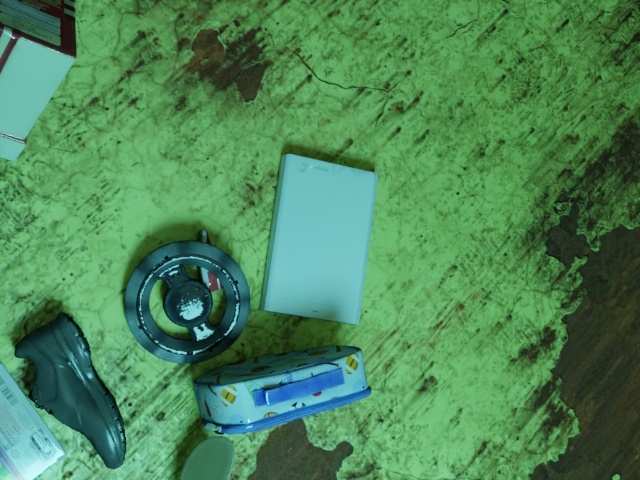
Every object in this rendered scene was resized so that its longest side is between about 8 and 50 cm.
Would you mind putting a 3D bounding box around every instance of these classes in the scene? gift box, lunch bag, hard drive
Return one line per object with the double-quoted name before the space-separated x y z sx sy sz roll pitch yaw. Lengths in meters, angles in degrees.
"gift box" -0.511 -0.269 1.353 0.255 0.258 0.276 21 42 -30
"lunch bag" -0.074 0.269 1.722 0.303 0.243 0.114 -13 91 -24
"hard drive" 0.000 0.000 1.884 0.203 0.040 0.307 11 83 -22

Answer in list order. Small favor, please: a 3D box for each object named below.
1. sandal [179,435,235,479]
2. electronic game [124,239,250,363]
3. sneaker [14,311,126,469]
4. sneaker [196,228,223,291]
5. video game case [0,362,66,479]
"sandal" -0.209 0.456 1.721 0.088 0.079 0.240 24 92 22
"electronic game" -0.242 0.113 1.749 0.229 0.048 0.229 -2 98 -12
"sneaker" -0.429 0.273 1.658 0.130 0.109 0.286 -26 90 -13
"sneaker" -0.196 0.036 1.794 0.067 0.042 0.118 -5 96 -20
"video game case" -0.565 0.341 1.626 0.183 0.023 0.201 -36 102 -21
